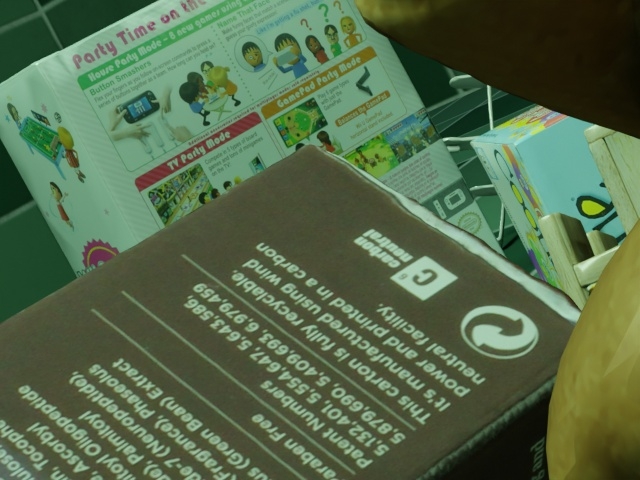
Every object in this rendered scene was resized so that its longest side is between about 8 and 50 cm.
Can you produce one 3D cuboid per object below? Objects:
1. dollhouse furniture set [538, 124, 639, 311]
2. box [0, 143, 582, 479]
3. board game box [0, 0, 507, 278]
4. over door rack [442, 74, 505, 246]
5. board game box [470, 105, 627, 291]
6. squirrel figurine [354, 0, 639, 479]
[{"bbox_3d":[0.219,0.022,0.788,0.212,0.161,0.242,-25,-15,19],"label":"dollhouse furniture set"},{"bbox_3d":[-0.094,0.150,0.522,0.143,0.191,0.381,34,50,31],"label":"box"},{"bbox_3d":[-0.029,-0.009,1.089,0.224,0.303,0.097,-32,8,-31],"label":"board game box"},{"bbox_3d":[0.000,0.000,1.434,0.324,0.108,0.239,-16,-22,1],"label":"over door rack"},{"bbox_3d":[0.249,-0.060,1.047,0.275,0.144,0.142,-27,6,-3],"label":"board game box"},{"bbox_3d":[0.233,-0.021,0.343,0.397,0.281,0.370,-30,13,4],"label":"squirrel figurine"}]
